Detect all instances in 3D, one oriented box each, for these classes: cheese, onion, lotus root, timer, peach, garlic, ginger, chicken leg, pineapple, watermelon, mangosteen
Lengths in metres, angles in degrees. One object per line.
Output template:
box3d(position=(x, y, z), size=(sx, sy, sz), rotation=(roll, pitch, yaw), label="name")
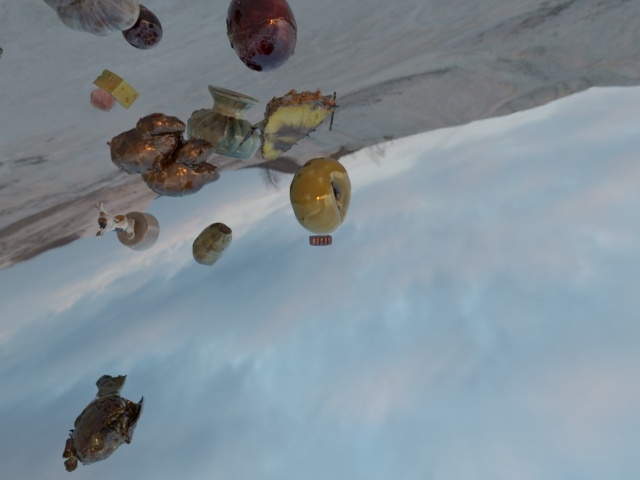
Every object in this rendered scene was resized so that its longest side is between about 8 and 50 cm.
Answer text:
box3d(position=(-0.930, -0.693, 1.839), size=(0.093, 0.171, 0.126), rotation=(-54, 168, -4), label="cheese")
box3d(position=(-0.202, -0.736, 1.443), size=(0.277, 0.275, 0.276), rotation=(-22, -165, 6), label="onion")
box3d(position=(-0.377, 0.016, 1.407), size=(0.097, 0.110, 0.258), rotation=(-47, -176, -41), label="lotus root")
box3d(position=(-0.818, -0.061, 1.694), size=(0.176, 0.175, 0.266), rotation=(-22, 165, 9), label="timer")
box3d(position=(0.003, -0.095, 0.907), size=(0.103, 0.179, 0.179), rotation=(5, -152, 27), label="peach")
box3d(position=(-0.708, -0.791, 1.245), size=(0.323, 0.321, 0.241), rotation=(-19, -169, 17), label="garlic")
box3d(position=(-0.518, -0.288, 1.428), size=(0.274, 0.358, 0.152), rotation=(-41, -143, 14), label="ginger")
box3d(position=(-0.653, 0.525, 1.289), size=(0.212, 0.140, 0.361), rotation=(-10, -157, -5), label="chicken leg")
box3d(position=(-0.123, -0.390, 1.275), size=(0.159, 0.161, 0.335), rotation=(12, 146, -41), label="pineapple")
box3d(position=(-0.729, -0.485, 1.395), size=(0.072, 0.085, 0.092), rotation=(-30, -138, 37), label="watermelon")
box3d(position=(-0.693, -0.816, 1.551), size=(0.156, 0.181, 0.145), rotation=(-39, -175, 23), label="mangosteen")

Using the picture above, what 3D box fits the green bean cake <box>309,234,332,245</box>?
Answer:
box3d(position=(0.000, 0.000, 2.423), size=(0.135, 0.056, 0.135), rotation=(-1, -173, -2), label="green bean cake")

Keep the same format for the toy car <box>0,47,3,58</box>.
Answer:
box3d(position=(-1.073, -0.662, 1.261), size=(0.076, 0.224, 0.090), rotation=(-23, -174, -6), label="toy car")

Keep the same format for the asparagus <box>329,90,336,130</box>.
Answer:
box3d(position=(0.052, -0.533, 1.695), size=(0.016, 0.165, 0.013), rotation=(8, -179, -35), label="asparagus")

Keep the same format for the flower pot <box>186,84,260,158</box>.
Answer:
box3d(position=(-0.389, -0.499, 1.716), size=(0.308, 0.243, 0.307), rotation=(19, -161, -6), label="flower pot")
